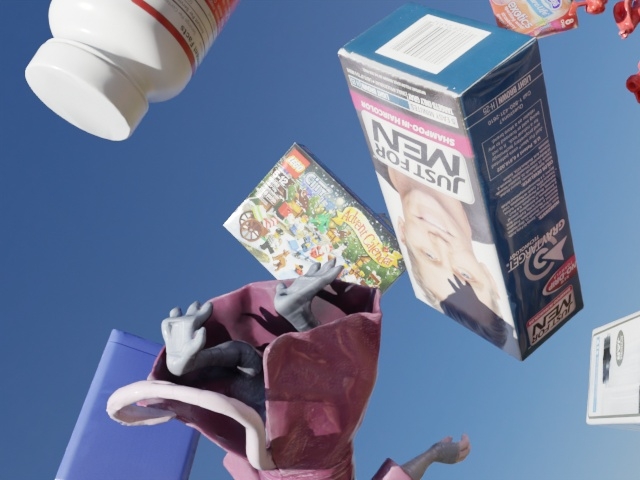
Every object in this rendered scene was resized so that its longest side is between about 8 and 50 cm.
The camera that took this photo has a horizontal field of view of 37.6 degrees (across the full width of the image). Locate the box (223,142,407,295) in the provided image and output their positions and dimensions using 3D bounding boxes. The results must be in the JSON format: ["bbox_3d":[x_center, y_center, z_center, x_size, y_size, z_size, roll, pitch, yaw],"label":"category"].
[{"bbox_3d":[0.000,0.000,1.311,0.159,0.233,0.044,-48,-10,12],"label":"box"}]

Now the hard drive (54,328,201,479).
[{"bbox_3d":[-0.314,0.319,1.650,0.318,0.210,0.040,-79,13,-44],"label":"hard drive"}]

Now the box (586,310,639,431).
[{"bbox_3d":[0.314,0.104,0.700,0.290,0.169,0.087,83,-165,-78],"label":"box"}]

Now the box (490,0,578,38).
[{"bbox_3d":[0.376,-0.523,1.734,0.154,0.142,0.300,59,-154,-47],"label":"box"}]

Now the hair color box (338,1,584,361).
[{"bbox_3d":[0.150,-0.053,0.960,0.105,0.174,0.347,-38,-49,-19],"label":"hair color box"}]

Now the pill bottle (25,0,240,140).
[{"bbox_3d":[-0.258,-0.361,1.419,0.407,0.229,0.229,-62,-26,-21],"label":"pill bottle"}]

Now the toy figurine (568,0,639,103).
[{"bbox_3d":[0.471,-0.205,0.987,0.191,0.362,0.217,-41,5,-33],"label":"toy figurine"}]

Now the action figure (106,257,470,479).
[{"bbox_3d":[-0.006,0.216,0.927,0.275,0.248,0.370,-54,-44,-56],"label":"action figure"}]

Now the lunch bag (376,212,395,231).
[{"bbox_3d":[0.083,0.008,1.403,0.053,0.083,0.071,-1,-49,-30],"label":"lunch bag"}]
